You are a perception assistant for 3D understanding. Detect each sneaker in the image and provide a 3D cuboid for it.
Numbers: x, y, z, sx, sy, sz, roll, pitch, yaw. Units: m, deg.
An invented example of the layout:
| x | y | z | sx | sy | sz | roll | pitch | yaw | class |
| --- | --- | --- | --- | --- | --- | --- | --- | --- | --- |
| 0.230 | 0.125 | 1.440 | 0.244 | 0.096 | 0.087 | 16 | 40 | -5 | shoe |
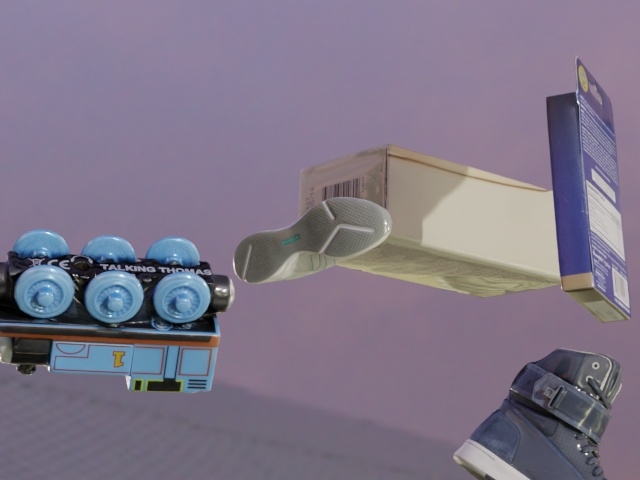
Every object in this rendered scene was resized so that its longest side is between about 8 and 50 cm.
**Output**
| x | y | z | sx | sy | sz | roll | pitch | yaw | class |
| --- | --- | --- | --- | --- | --- | --- | --- | --- | --- |
| 0.000 | 0.000 | 1.526 | 0.152 | 0.054 | 0.061 | -18 | -14 | 29 | sneaker |
| 0.255 | 0.196 | 1.598 | 0.226 | 0.163 | 0.086 | 35 | -10 | 25 | sneaker |

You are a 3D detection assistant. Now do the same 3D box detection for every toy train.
| x | y | z | sx | sy | sz | roll | pitch | yaw | class |
| --- | --- | --- | --- | --- | --- | --- | --- | --- | --- |
| -0.156 | 0.054 | 1.277 | 0.184 | 0.105 | 0.080 | 3 | 28 | -14 | toy train |

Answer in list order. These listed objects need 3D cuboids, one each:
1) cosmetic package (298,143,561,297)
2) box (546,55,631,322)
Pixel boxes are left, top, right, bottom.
| x | y | z | sx | sy | sz | roll | pitch | yaw | class |
| --- | --- | --- | --- | --- | --- | --- | --- | --- | --- |
| 0.139 | -0.017 | 2.065 | 0.309 | 0.113 | 0.160 | 12 | -17 | -40 | cosmetic package |
| 0.251 | -0.047 | 1.645 | 0.036 | 0.225 | 0.136 | -8 | -18 | 22 | box |
